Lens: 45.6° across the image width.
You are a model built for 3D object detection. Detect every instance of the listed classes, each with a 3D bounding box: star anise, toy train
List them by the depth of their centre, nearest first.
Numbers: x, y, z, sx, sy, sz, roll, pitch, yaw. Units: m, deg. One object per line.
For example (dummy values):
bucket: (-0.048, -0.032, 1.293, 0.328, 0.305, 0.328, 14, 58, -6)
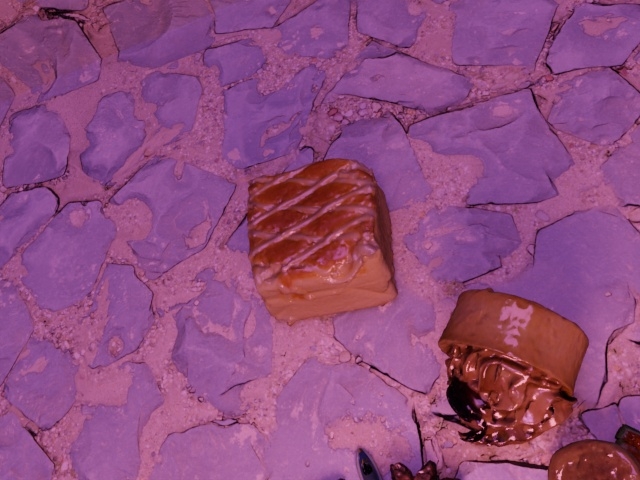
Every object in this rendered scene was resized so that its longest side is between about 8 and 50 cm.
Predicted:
star anise: (0.220, 0.591, 1.719, 0.223, 0.109, 0.236, 29, 56, 29)
toy train: (0.133, 0.602, 1.803, 0.055, 0.048, 0.252, -26, 55, 2)

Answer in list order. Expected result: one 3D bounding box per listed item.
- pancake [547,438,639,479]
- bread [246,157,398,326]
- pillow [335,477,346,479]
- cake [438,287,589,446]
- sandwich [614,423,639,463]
pancake: (0.575, 0.533, 1.603, 0.242, 0.050, 0.242, -1, 88, 46)
bread: (0.000, 0.000, 2.071, 0.390, 0.279, 0.371, -12, 56, 16)
pillow: (-0.032, 0.651, 1.818, 0.241, 0.051, 0.093, -31, 19, -3)
cake: (0.405, 0.310, 1.714, 0.332, 0.332, 0.321, 16, 73, 27)
sandwich: (0.733, 0.489, 1.595, 0.235, 0.159, 0.079, 30, 95, 10)
